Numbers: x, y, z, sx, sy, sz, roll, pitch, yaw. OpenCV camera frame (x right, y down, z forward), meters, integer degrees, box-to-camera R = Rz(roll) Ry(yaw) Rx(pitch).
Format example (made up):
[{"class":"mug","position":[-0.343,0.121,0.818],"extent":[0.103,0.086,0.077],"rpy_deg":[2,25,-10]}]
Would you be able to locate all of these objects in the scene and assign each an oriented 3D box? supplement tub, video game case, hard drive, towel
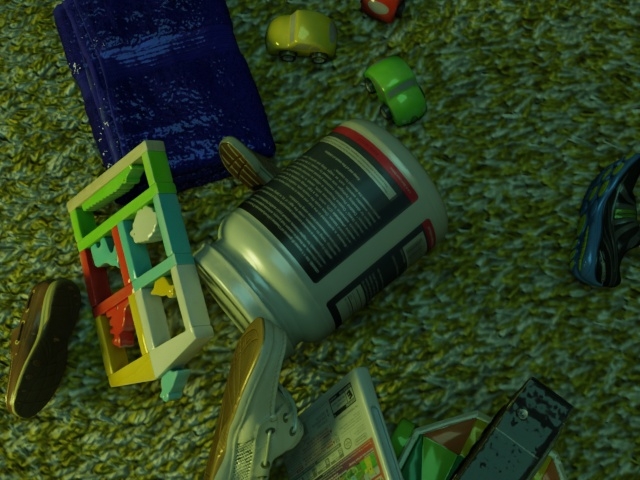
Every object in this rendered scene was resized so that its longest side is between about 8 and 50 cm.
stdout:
[{"class":"supplement tub","position":[0.000,0.000,1.478],"extent":[0.272,0.191,0.191],"rpy_deg":[-39,77,-12]},{"class":"video game case","position":[0.025,0.266,1.391],"extent":[0.023,0.201,0.183],"rpy_deg":[-1,62,-33]},{"class":"hard drive","position":[0.132,0.311,1.287],"extent":[0.064,0.237,0.339],"rpy_deg":[37,76,10]},{"class":"towel","position":[-0.206,-0.215,1.606],"extent":[0.227,0.076,0.308],"rpy_deg":[-19,74,-5]}]

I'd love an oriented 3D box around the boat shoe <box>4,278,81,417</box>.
[{"class":"boat shoe","position":[-0.350,0.131,1.510],"extent":[0.060,0.064,0.178],"rpy_deg":[2,68,33]}]

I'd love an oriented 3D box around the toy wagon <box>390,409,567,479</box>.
[{"class":"toy wagon","position":[0.155,0.378,1.425],"extent":[0.267,0.068,0.344],"rpy_deg":[27,74,8]}]

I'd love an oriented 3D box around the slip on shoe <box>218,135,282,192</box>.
[{"class":"slip on shoe","position":[-0.076,-0.089,1.553],"extent":[0.135,0.051,0.041],"rpy_deg":[45,58,-27]}]

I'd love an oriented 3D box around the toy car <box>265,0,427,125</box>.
[{"class":"toy car","position":[0.070,-0.256,1.631],"extent":[0.239,0.053,0.225],"rpy_deg":[-29,75,-9]}]

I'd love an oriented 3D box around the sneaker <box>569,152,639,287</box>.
[{"class":"sneaker","position":[0.374,-0.025,1.563],"extent":[0.078,0.067,0.188],"rpy_deg":[25,71,-15]}]

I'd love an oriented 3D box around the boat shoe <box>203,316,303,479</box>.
[{"class":"boat shoe","position":[-0.065,0.204,1.403],"extent":[0.096,0.277,0.098],"rpy_deg":[11,36,-9]}]

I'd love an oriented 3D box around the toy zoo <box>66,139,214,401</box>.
[{"class":"toy zoo","position":[-0.216,0.052,1.473],"extent":[0.030,0.192,0.293],"rpy_deg":[-2,70,-43]}]
